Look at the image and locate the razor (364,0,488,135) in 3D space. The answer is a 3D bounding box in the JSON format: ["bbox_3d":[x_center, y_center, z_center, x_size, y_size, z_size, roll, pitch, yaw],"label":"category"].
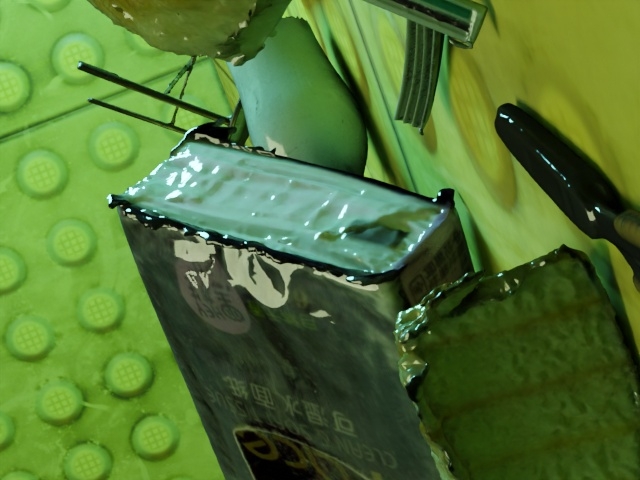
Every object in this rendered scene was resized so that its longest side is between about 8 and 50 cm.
[{"bbox_3d":[0.050,-0.097,0.713,0.068,0.037,0.191,25,171,9],"label":"razor"}]

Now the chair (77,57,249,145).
[{"bbox_3d":[-0.078,-0.141,1.479,0.326,0.170,0.160,25,168,0],"label":"chair"}]

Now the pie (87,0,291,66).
[{"bbox_3d":[-0.105,-0.297,0.680,0.418,0.180,0.395,59,162,-3],"label":"pie"}]

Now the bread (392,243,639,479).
[{"bbox_3d":[0.091,0.062,0.654,0.110,0.103,0.156,-92,-12,-68],"label":"bread"}]

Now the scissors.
[{"bbox_3d":[0.108,-0.010,0.547,0.220,0.017,0.088,-120,6,-61],"label":"scissors"}]

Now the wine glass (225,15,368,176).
[{"bbox_3d":[-0.006,-0.077,1.121,0.093,0.093,0.202,79,167,-68],"label":"wine glass"}]

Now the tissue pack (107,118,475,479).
[{"bbox_3d":[0.018,0.107,1.014,0.259,0.122,0.361,17,138,38],"label":"tissue pack"}]
